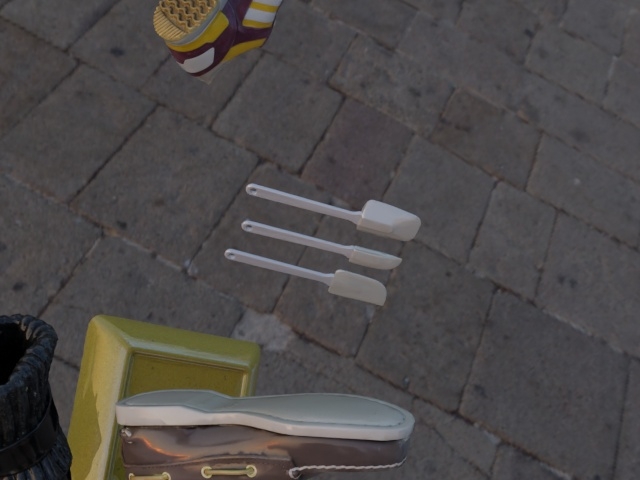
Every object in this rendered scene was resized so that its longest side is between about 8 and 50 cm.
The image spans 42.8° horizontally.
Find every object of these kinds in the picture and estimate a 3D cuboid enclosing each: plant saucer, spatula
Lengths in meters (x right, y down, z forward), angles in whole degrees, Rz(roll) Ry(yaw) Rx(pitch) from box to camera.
[{"bbox_3d":[-0.253,0.314,1.402,0.332,0.081,0.333,14,75,-29],"label":"plant saucer"},{"bbox_3d":[0.000,0.000,1.124,0.242,0.168,0.019,16,39,-7],"label":"spatula"}]

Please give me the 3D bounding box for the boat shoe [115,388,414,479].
[{"bbox_3d":[-0.061,0.211,0.833,0.324,0.116,0.097,-2,92,19],"label":"boat shoe"}]

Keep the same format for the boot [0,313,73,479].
[{"bbox_3d":[-0.320,0.264,0.891,0.131,0.260,0.348,-9,31,-31],"label":"boot"}]

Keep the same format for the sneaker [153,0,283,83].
[{"bbox_3d":[-0.059,-0.218,0.702,0.185,0.084,0.069,-43,61,-5],"label":"sneaker"}]
